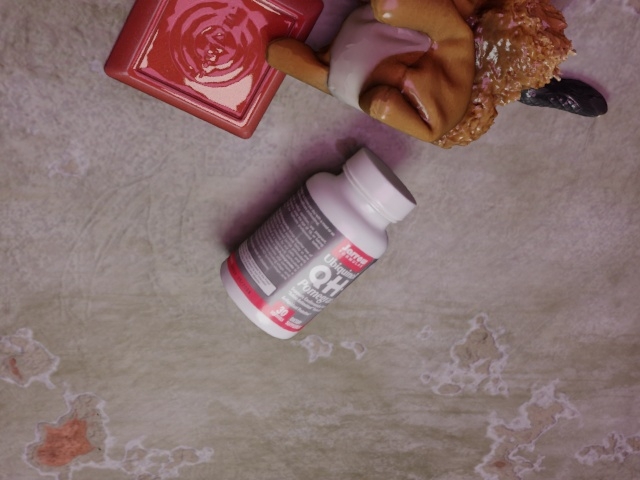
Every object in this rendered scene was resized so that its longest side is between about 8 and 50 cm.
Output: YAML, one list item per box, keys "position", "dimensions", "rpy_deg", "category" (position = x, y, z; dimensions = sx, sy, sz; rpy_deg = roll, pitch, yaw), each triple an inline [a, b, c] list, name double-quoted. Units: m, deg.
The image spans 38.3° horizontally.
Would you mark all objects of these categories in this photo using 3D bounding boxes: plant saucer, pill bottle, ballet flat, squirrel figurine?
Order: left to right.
- position: [-0.160, -0.303, 1.403]
  dimensions: [0.259, 0.048, 0.258]
  rpy_deg: [24, 111, -21]
  category: "plant saucer"
- position: [0.000, 0.000, 1.524]
  dimensions: [0.318, 0.176, 0.176]
  rpy_deg: [-43, 117, 14]
  category: "pill bottle"
- position: [0.187, -0.338, 1.361]
  dimensions: [0.397, 0.281, 0.371]
  rpy_deg: [18, 102, -39]
  category: "squirrel figurine"
- position: [0.407, -0.242, 1.553]
  dimensions: [0.173, 0.049, 0.058]
  rpy_deg: [12, 71, -17]
  category: "ballet flat"
